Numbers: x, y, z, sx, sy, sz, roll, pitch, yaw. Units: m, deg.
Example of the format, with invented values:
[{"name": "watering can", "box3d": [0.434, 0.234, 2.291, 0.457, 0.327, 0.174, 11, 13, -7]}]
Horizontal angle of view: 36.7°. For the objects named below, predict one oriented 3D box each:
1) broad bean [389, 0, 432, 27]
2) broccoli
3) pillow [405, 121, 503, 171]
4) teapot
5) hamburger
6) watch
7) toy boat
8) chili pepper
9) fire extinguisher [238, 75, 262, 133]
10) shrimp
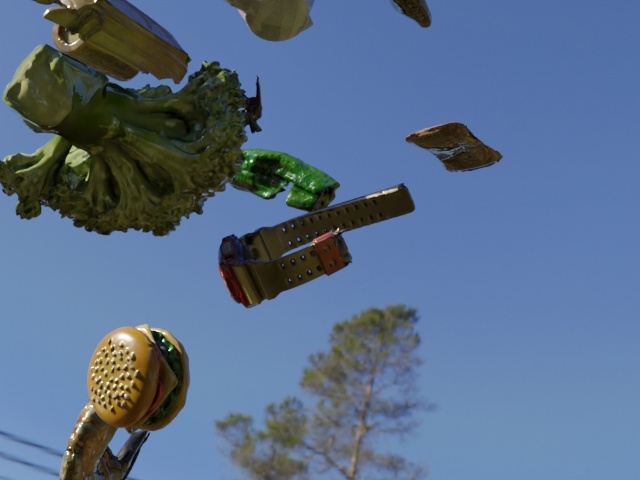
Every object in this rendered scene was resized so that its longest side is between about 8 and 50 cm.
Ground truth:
[{"name": "broad bean", "box3d": [0.108, -0.375, 1.452, 0.195, 0.046, 0.061, 12, -36, -38]}, {"name": "broccoli", "box3d": [-0.256, -0.158, 1.333, 0.275, 0.353, 0.397, 48, -28, 14]}, {"name": "pillow", "box3d": [0.279, -0.190, 1.981, 0.135, 0.034, 0.211, -15, -26, 33]}, {"name": "teapot", "box3d": [-0.100, -0.479, 1.794, 0.163, 0.178, 0.221, -26, -45, 17]}, {"name": "hamburger", "box3d": [-0.268, 0.205, 1.423, 0.162, 0.162, 0.115, -11, -15, 37]}, {"name": "watch", "box3d": [-0.007, 0.004, 1.298, 0.269, 0.165, 0.102, -18, -71, 14]}, {"name": "toy boat", "box3d": [-0.318, -0.307, 1.471, 0.115, 0.089, 0.310, -43, -24, 11]}, {"name": "chili pepper", "box3d": [-0.077, -0.121, 1.873, 0.253, 0.099, 0.083, 19, -2, 33]}, {"name": "fire extinguisher", "box3d": [-0.264, -0.241, 2.090, 0.337, 0.147, 0.106, -27, 8, 0]}, {"name": "shrimp", "box3d": [-0.362, 0.334, 1.765, 0.071, 0.365, 0.233, 13, -48, 18]}]
